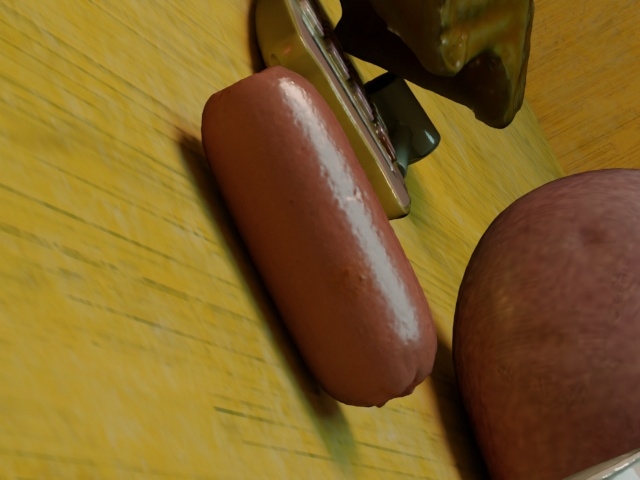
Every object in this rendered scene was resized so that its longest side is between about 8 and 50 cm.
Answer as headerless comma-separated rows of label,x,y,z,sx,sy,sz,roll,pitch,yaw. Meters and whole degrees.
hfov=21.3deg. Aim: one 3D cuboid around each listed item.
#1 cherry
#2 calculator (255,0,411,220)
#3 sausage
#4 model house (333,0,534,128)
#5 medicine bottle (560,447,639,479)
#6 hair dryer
cherry,0.186,0.081,0.982,0.239,0.206,0.239,-20,90,-88
calculator,0.007,-0.092,1.043,0.157,0.033,0.236,58,10,-15
sausage,0.000,0.000,0.733,0.154,0.062,0.062,64,12,3
model house,0.063,-0.177,1.143,0.239,0.173,0.268,63,17,-8
medicine bottle,0.171,0.256,0.741,0.324,0.124,0.179,63,5,10
hair dryer,0.050,-0.068,1.177,0.063,0.038,0.124,56,21,-19
